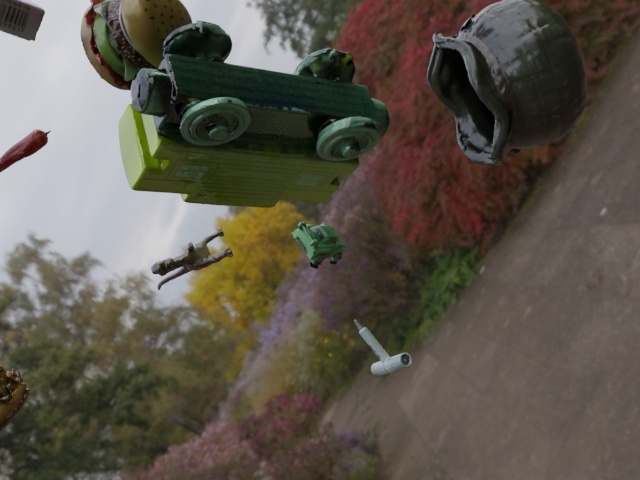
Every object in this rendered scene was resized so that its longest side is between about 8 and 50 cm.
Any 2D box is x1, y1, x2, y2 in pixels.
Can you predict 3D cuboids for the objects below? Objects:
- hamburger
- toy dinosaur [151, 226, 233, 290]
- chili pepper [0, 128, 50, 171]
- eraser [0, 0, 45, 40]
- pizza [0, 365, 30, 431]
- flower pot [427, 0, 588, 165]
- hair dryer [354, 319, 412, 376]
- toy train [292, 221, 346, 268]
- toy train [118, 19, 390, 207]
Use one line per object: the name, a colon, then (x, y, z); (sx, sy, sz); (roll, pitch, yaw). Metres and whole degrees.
hamburger: (-0.275, -0.325, 1.250); (0.136, 0.175, 0.175); (-15, 29, 30)
toy dinosaur: (-0.301, 0.045, 1.841); (0.199, 0.072, 0.251); (-27, 4, -9)
chili pepper: (-0.681, -0.197, 1.802); (0.178, 0.045, 0.027); (-38, -9, -9)
eraser: (-0.712, -0.486, 1.601); (0.287, 0.130, 0.086); (9, -74, -54)
pizza: (-0.669, 0.265, 1.536); (0.251, 0.074, 0.288); (16, -121, -61)
flower pot: (0.340, -0.292, 1.489); (0.213, 0.302, 0.302); (-25, -4, -6)
hair dryer: (0.155, 0.283, 2.205); (0.044, 0.183, 0.155); (-33, 0, -35)
toy train: (0.000, 0.000, 1.821); (0.149, 0.099, 0.081); (-8, -35, -47)
toy train: (-0.107, -0.173, 1.259); (0.272, 0.442, 0.179); (-44, 54, 44)
